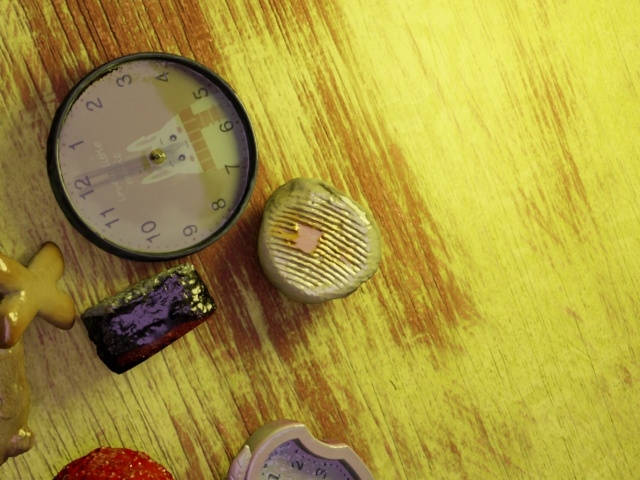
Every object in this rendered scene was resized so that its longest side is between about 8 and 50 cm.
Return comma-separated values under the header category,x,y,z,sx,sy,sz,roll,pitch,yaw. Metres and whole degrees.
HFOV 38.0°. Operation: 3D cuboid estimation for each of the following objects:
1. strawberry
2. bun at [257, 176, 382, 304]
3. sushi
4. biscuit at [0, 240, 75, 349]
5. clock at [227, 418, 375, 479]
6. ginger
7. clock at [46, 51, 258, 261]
category,x,y,z,sx,sy,sz,roll,pitch,yaw
strawberry,-0.345,0.476,1.541,0.257,0.277,0.258,2,85,-19
bun,0.000,0.000,1.752,0.243,0.153,0.244,0,98,-3
sushi,-0.304,0.129,1.639,0.225,0.136,0.126,-32,98,-12
biscuit,-0.480,0.083,1.540,0.047,0.208,0.164,-15,89,16
clock,-0.057,0.512,1.744,0.338,0.102,0.339,1,88,-21
ginger,-0.560,0.252,1.537,0.189,0.126,0.354,6,88,6
clock,-0.294,-0.151,1.676,0.386,0.076,0.387,1,89,-22
